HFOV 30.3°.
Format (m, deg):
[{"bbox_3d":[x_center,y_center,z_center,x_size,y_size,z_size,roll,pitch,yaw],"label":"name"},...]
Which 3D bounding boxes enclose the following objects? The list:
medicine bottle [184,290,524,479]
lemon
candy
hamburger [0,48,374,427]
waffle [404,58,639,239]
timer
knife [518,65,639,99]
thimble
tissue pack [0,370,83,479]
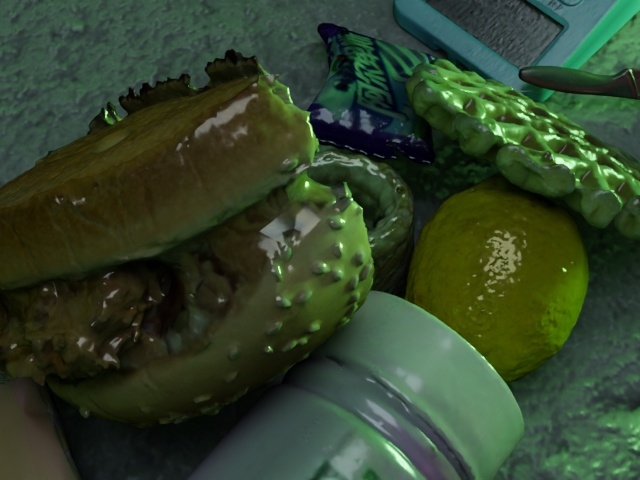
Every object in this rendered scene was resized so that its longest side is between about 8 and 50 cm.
[{"bbox_3d":[0.003,0.226,1.017,0.212,0.212,0.325,34,65,19],"label":"medicine bottle"},{"bbox_3d":[0.169,0.040,1.140,0.180,0.181,0.193,20,54,12],"label":"lemon"},{"bbox_3d":[0.056,-0.164,1.280,0.145,0.070,0.275,12,34,-2],"label":"candy"},{"bbox_3d":[-0.165,0.032,1.016,0.287,0.445,0.268,-36,107,-24],"label":"hamburger"},{"bbox_3d":[0.228,-0.094,1.196,0.309,0.292,0.056,29,107,10],"label":"waffle"},{"bbox_3d":[0.236,-0.302,1.392,0.232,0.091,0.250,39,74,20],"label":"timer"},{"bbox_3d":[0.341,-0.177,1.332,0.247,0.018,0.036,4,91,-10],"label":"knife"},{"bbox_3d":[0.000,0.000,1.186,0.190,0.143,0.138,-2,60,-1],"label":"thimble"},{"bbox_3d":[-0.312,0.239,1.066,0.215,0.123,0.257,-24,53,-12],"label":"tissue pack"}]
